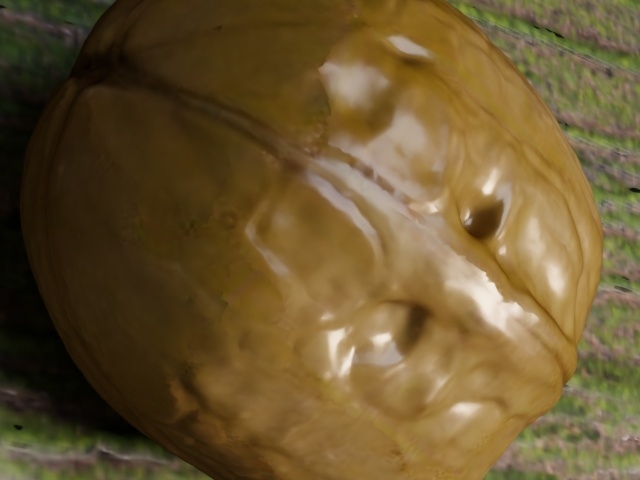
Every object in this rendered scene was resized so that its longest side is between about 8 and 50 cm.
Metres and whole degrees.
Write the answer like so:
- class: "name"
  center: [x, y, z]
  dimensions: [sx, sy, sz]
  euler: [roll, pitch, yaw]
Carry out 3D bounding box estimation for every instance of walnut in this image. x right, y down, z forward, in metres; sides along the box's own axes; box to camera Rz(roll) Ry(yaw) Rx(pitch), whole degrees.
- class: "walnut"
  center: [0.000, 0.000, 0.676]
  dimensions: [0.225, 0.193, 0.193]
  euler: [46, 48, -27]
